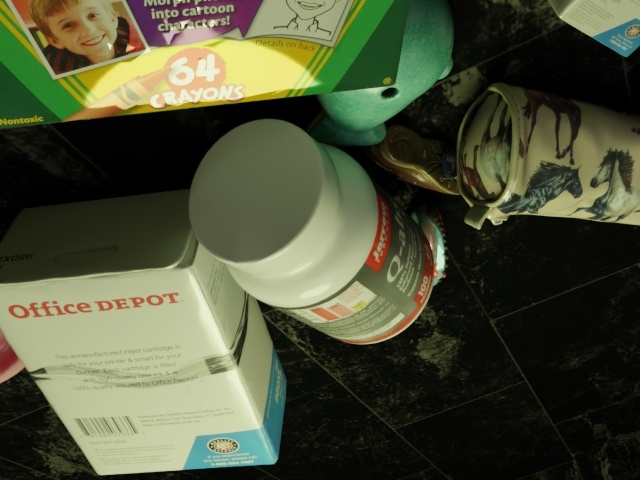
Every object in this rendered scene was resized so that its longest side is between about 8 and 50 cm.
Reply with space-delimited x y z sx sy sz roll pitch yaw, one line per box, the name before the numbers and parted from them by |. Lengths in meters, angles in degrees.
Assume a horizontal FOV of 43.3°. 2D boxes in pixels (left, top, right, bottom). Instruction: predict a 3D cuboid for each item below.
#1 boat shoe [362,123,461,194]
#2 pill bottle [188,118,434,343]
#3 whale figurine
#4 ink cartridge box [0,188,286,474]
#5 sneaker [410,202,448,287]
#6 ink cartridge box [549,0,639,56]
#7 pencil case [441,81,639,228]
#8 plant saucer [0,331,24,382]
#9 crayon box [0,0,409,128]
boat shoe | 0.133 -0.109 1.115 0.178 0.064 0.060 21 162 -36
pill bottle | 0.000 0.000 1.032 0.210 0.210 0.363 -25 154 16
whale figurine | 0.053 -0.182 0.915 0.216 0.141 0.272 -4 146 -14
ink cartridge box | -0.233 0.137 1.107 0.285 0.166 0.395 -6 130 11
sneaker | 0.118 0.042 1.268 0.125 0.104 0.262 -1 142 -14
ink cartridge box | 0.371 -0.326 0.879 0.134 0.078 0.231 15 135 -35
pencil case | 0.377 -0.095 1.113 0.410 0.160 0.184 6 111 -25
plant saucer | -0.579 0.117 1.157 0.331 0.084 0.332 -8 144 -6
crayon box | -0.105 -0.251 0.614 0.362 0.106 0.313 -9 142 -12
